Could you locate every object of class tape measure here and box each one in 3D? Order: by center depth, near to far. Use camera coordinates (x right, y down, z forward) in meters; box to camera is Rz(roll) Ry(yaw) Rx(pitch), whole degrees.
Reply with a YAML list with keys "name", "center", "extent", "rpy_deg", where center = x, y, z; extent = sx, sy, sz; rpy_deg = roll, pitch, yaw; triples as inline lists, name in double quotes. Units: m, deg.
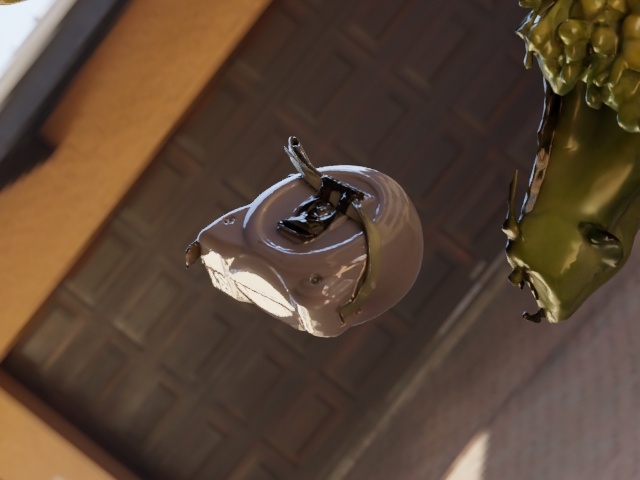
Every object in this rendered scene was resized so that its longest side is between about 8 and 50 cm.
- name: "tape measure"
  center: [0.000, -0.003, 1.573]
  extent: [0.178, 0.196, 0.105]
  rpy_deg: [-42, -47, -31]

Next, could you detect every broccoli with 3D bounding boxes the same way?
- name: "broccoli"
  center: [0.221, -0.075, 0.909]
  extent: [0.242, 0.180, 0.273]
  rpy_deg: [40, -115, -49]

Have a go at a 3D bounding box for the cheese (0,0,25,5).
- name: "cheese"
  center: [-0.138, -0.199, 1.037]
  extent: [0.162, 0.086, 0.036]
  rpy_deg: [-22, -45, -8]
